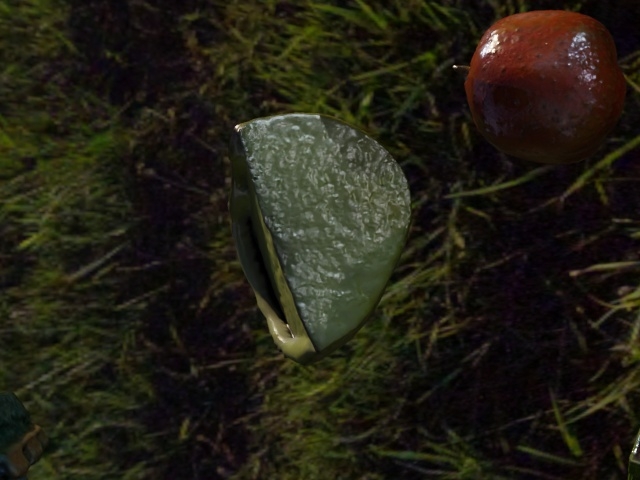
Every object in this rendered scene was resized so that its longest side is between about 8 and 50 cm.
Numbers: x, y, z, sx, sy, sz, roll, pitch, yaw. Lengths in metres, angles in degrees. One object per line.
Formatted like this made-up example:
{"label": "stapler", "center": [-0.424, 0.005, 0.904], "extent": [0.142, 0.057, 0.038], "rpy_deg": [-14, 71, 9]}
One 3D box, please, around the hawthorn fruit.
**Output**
{"label": "hawthorn fruit", "center": [0.370, -0.266, 1.606], "extent": [0.299, 0.275, 0.275], "rpy_deg": [14, 102, 16]}

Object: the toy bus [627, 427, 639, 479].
{"label": "toy bus", "center": [0.488, 0.216, 1.230], "extent": [0.113, 0.302, 0.139], "rpy_deg": [15, 137, 27]}

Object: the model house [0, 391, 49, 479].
{"label": "model house", "center": [-0.401, 0.393, 1.177], "extent": [0.329, 0.251, 0.295], "rpy_deg": [54, 147, 1]}

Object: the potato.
{"label": "potato", "center": [0.000, 0.000, 1.367], "extent": [0.280, 0.212, 0.330], "rpy_deg": [138, 113, -72]}
